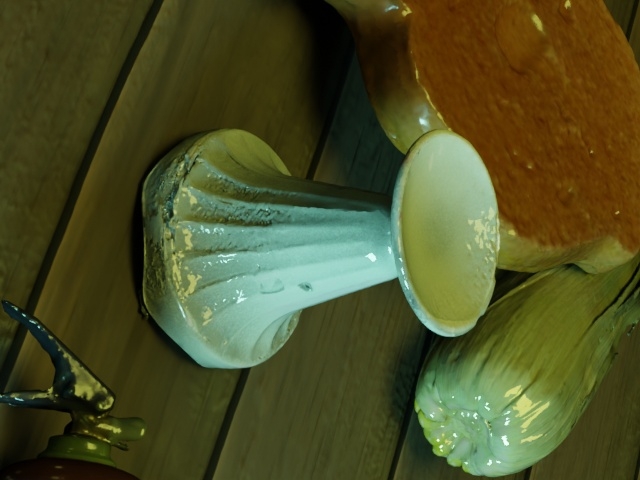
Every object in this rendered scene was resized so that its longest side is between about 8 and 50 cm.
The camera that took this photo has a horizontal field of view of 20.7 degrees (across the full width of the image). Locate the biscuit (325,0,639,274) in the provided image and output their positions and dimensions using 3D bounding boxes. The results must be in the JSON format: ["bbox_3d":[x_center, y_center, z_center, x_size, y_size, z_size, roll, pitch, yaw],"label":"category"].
[{"bbox_3d":[0.127,-0.171,1.376,0.455,0.078,0.350,58,42,-15],"label":"biscuit"}]

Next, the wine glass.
[{"bbox_3d":[0.000,0.000,1.122,0.165,0.197,0.164,9,79,-53],"label":"wine glass"}]

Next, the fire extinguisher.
[{"bbox_3d":[-0.161,0.205,0.951,0.138,0.102,0.344,11,73,-19],"label":"fire extinguisher"}]

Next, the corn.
[{"bbox_3d":[0.179,0.073,1.433,0.305,0.123,0.122,-51,147,-46],"label":"corn"}]
